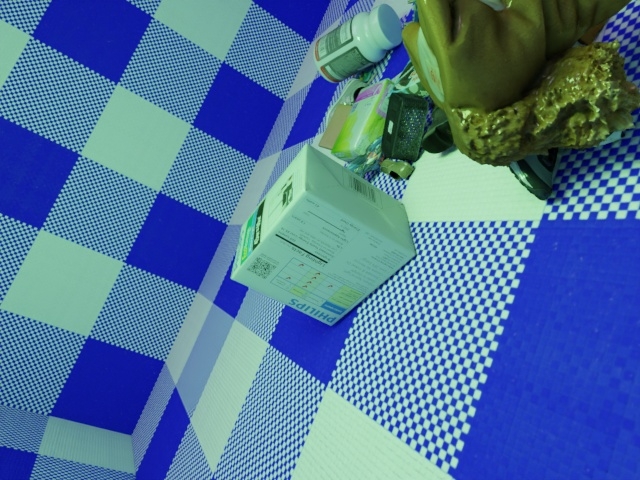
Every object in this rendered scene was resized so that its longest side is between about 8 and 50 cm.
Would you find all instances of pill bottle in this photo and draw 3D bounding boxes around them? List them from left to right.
[{"bbox_3d":[0.158,-0.843,1.932,0.362,0.210,0.210,-10,55,45],"label":"pill bottle"}]

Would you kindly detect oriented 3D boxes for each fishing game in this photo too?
[{"bbox_3d":[0.169,-0.729,2.051,0.189,0.041,0.264,-50,27,22],"label":"fishing game"}]

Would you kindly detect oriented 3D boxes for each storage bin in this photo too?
[{"bbox_3d":[0.248,-0.340,1.339,0.122,0.084,0.180,-107,23,-60],"label":"storage bin"}]

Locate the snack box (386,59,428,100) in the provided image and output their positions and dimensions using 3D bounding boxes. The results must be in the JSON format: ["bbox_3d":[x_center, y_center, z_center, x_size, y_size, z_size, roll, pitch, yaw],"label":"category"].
[{"bbox_3d":[0.349,-0.521,1.340,0.187,0.060,0.322,-59,23,-17],"label":"snack box"}]

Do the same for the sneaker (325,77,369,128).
[{"bbox_3d":[0.113,-0.558,1.908,0.115,0.105,0.281,31,100,53],"label":"sneaker"}]

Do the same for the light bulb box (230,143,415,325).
[{"bbox_3d":[0.000,0.000,1.247,0.361,0.357,0.225,-46,27,32],"label":"light bulb box"}]

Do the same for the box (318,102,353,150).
[{"bbox_3d":[0.098,-0.456,1.830,0.164,0.021,0.201,24,87,33],"label":"box"}]

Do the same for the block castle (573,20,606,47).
[{"bbox_3d":[0.533,-0.628,0.985,0.453,0.212,0.303,-58,24,12],"label":"block castle"}]

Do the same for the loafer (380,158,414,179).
[{"bbox_3d":[0.226,-0.216,1.383,0.050,0.056,0.148,-59,23,-6],"label":"loafer"}]

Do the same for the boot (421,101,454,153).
[{"bbox_3d":[0.379,-0.364,1.192,0.263,0.091,0.229,-19,41,49],"label":"boot"}]

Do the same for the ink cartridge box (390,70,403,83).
[{"bbox_3d":[0.287,-0.588,1.675,0.083,0.028,0.048,-20,48,58],"label":"ink cartridge box"}]

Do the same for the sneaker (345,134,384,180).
[{"bbox_3d":[0.184,-0.278,1.518,0.221,0.087,0.083,-42,-1,14],"label":"sneaker"}]

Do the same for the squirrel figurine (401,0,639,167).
[{"bbox_3d":[0.383,-0.338,0.782,0.370,0.397,0.281,-23,-2,8],"label":"squirrel figurine"}]

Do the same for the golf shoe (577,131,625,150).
[{"bbox_3d":[0.523,-0.255,0.814,0.093,0.077,0.198,4,73,49],"label":"golf shoe"}]

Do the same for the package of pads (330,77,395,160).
[{"bbox_3d":[0.174,-0.436,1.661,0.297,0.101,0.229,-65,22,-2],"label":"package of pads"}]

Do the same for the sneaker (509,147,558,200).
[{"bbox_3d":[0.434,-0.201,0.894,0.108,0.100,0.272,-27,42,46],"label":"sneaker"}]

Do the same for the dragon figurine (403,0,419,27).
[{"bbox_3d":[0.410,-0.835,1.606,0.289,0.144,0.085,11,73,46],"label":"dragon figurine"}]
